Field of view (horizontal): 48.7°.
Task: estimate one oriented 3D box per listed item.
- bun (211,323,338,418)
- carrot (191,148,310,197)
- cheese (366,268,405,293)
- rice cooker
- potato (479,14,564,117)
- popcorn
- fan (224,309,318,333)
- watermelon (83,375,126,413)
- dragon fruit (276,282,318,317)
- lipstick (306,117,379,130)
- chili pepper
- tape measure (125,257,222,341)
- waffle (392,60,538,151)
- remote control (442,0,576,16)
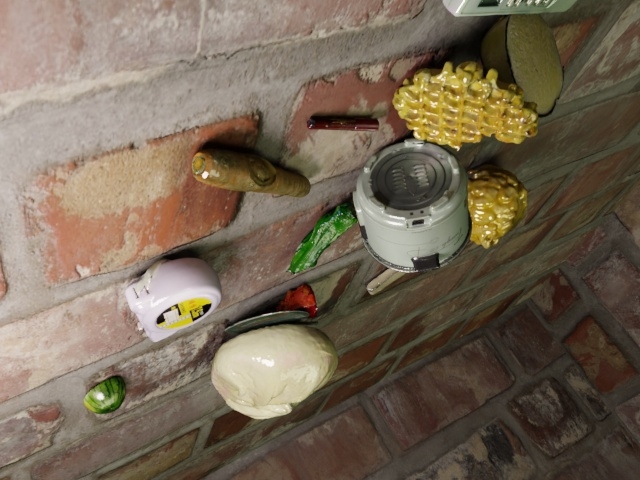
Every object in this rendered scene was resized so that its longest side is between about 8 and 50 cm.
[{"bbox_3d":[-0.117,0.354,1.887,0.360,0.213,0.361,-14,161,-5],"label":"bun"},{"bbox_3d":[-0.100,-0.112,1.245,0.070,0.070,0.342,-43,158,21],"label":"carrot"},{"bbox_3d":[0.308,0.040,2.161,0.400,0.034,0.085,-35,162,3],"label":"cheese"},{"bbox_3d":[0.196,-0.066,1.491,0.241,0.281,0.227,-13,144,4],"label":"rice cooker"},{"bbox_3d":[0.361,-0.321,1.332,0.117,0.202,0.182,-11,-172,46],"label":"potato"},{"bbox_3d":[0.446,-0.088,1.901,0.250,0.190,0.250,-39,157,-20],"label":"popcorn"},{"bbox_3d":[-0.093,0.203,1.814,0.294,0.012,0.223,-3,162,-28],"label":"fan"},{"bbox_3d":[-0.500,0.371,1.664,0.105,0.062,0.105,-33,158,-16],"label":"watermelon"},{"bbox_3d":[-0.064,0.158,1.831,0.106,0.083,0.162,-12,168,-3],"label":"dragon fruit"},{"bbox_3d":[0.041,-0.211,1.286,0.176,0.027,0.027,-9,147,-44],"label":"lipstick"},{"bbox_3d":[-0.001,-0.002,1.605,0.224,0.061,0.098,-45,160,28],"label":"chili pepper"},{"bbox_3d":[-0.284,0.104,1.383,0.178,0.105,0.196,-20,153,-16],"label":"tape measure"},{"bbox_3d":[0.259,-0.234,1.293,0.249,0.056,0.253,26,158,-18],"label":"waffle"},{"bbox_3d":[0.360,-0.454,1.206,0.343,0.050,0.145,-16,152,-37],"label":"remote control"}]
